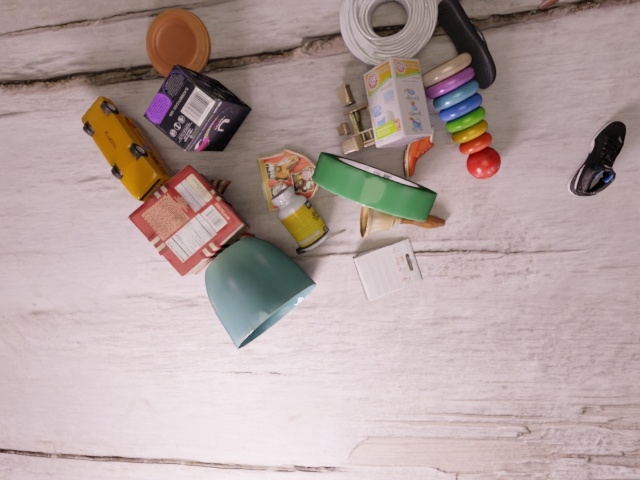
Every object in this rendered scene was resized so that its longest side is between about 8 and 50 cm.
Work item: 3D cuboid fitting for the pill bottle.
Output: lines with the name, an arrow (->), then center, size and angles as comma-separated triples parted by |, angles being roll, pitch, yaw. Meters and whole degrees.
pill bottle -> -0.062, -0.068, 1.286 | 0.103, 0.103, 0.184 | -33, 105, 14

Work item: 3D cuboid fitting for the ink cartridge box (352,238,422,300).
ink cartridge box -> 0.204, 0.086, 1.334 | 0.179, 0.045, 0.146 | -21, 98, -6

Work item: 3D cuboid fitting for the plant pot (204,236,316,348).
plant pot -> -0.196, 0.131, 1.278 | 0.293, 0.293, 0.235 | -42, 81, 14

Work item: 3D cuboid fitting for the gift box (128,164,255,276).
gift box -> -0.345, -0.056, 1.273 | 0.276, 0.258, 0.255 | -37, 93, -6

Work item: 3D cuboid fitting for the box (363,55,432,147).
box -> 0.201, -0.359, 1.141 | 0.103, 0.114, 0.203 | -11, 91, -33

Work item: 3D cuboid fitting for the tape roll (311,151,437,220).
tape roll -> 0.139, -0.144, 1.138 | 0.321, 0.321, 0.077 | 21, 105, 4

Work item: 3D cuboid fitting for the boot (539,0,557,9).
boot -> 0.599, -0.659, 1.107 | 0.118, 0.042, 0.087 | -28, 90, 12

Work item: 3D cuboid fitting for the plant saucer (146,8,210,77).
plant saucer -> -0.424, -0.575, 1.279 | 0.199, 0.037, 0.200 | 2, 102, 8

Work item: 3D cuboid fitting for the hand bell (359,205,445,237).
hand bell -> 0.245, -0.062, 1.270 | 0.241, 0.126, 0.126 | 4, 103, -5

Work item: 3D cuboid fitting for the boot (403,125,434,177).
boot -> 0.277, -0.253, 1.233 | 0.084, 0.059, 0.158 | 8, 102, 2

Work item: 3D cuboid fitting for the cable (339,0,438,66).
cable -> 0.177, -0.594, 1.158 | 0.257, 0.089, 0.257 | 29, 106, 1

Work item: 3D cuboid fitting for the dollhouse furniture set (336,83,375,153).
dollhouse furniture set -> 0.103, -0.343, 1.174 | 0.101, 0.161, 0.182 | -16, 101, 27

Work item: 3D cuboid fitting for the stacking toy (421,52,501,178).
stacking toy -> 0.394, -0.320, 1.174 | 0.141, 0.141, 0.330 | -25, 104, 13

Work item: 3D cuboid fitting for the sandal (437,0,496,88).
sandal -> 0.397, -0.524, 1.142 | 0.054, 0.097, 0.255 | -32, 97, -13

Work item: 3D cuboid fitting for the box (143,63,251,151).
box -> -0.323, -0.349, 1.191 | 0.143, 0.270, 0.165 | 39, 105, -1

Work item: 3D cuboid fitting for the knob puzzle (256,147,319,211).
knob puzzle -> -0.087, -0.183, 1.316 | 0.213, 0.030, 0.213 | 2, 102, 8

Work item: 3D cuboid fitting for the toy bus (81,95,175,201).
toy bus -> -0.566, -0.268, 1.289 | 0.108, 0.130, 0.333 | -42, 74, 15

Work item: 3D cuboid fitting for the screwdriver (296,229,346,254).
screwdriver -> 0.000, 0.000, 1.350 | 0.169, 0.024, 0.025 | -28, 68, 7

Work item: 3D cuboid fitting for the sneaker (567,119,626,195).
sneaker -> 0.748, -0.208, 1.135 | 0.079, 0.121, 0.217 | 26, 105, 2
